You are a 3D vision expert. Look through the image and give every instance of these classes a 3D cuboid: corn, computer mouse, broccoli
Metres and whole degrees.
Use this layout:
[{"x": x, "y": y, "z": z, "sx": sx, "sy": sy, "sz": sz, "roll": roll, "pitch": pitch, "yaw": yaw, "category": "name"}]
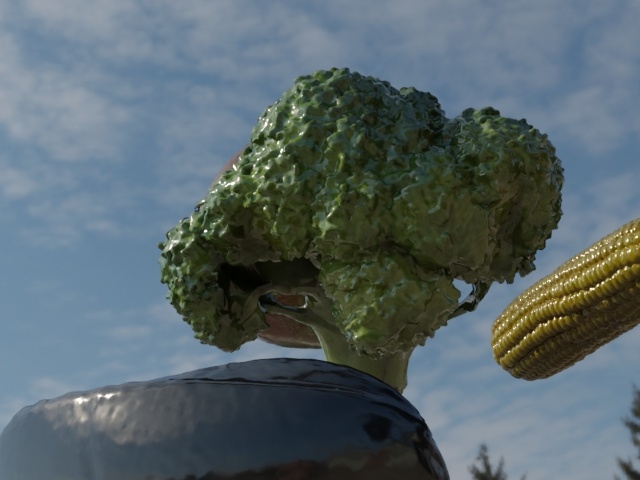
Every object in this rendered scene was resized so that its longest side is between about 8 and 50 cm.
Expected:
[{"x": 0.219, "y": 0.052, "z": 0.775, "sx": 0.080, "sy": 0.080, "sz": 0.231, "roll": 6, "pitch": -28, "yaw": -21, "category": "corn"}, {"x": -0.075, "y": 0.132, "z": 0.444, "sx": 0.269, "sy": 0.138, "sz": 0.086, "roll": -17, "pitch": -14, "yaw": 26, "category": "computer mouse"}, {"x": 0.017, "y": 0.030, "z": 0.675, "sx": 0.253, "sy": 0.186, "sz": 0.302, "roll": 11, "pitch": -61, "yaw": -22, "category": "broccoli"}]

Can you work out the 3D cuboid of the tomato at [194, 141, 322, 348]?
[{"x": 0.000, "y": 0.000, "z": 1.184, "sx": 0.303, "sy": 0.304, "sz": 0.239, "roll": -18, "pitch": -43, "yaw": 19, "category": "tomato"}]
